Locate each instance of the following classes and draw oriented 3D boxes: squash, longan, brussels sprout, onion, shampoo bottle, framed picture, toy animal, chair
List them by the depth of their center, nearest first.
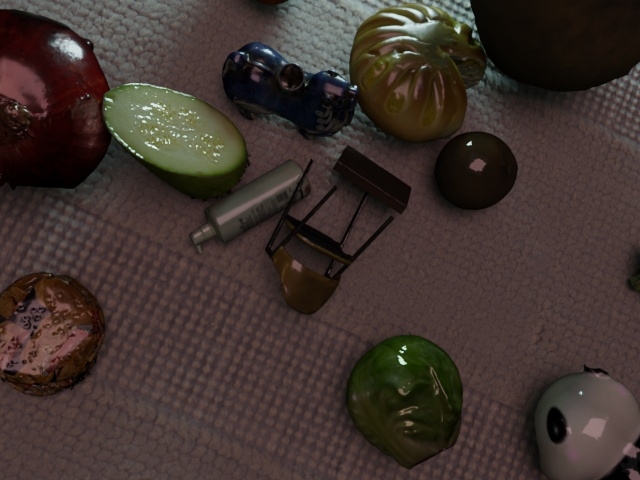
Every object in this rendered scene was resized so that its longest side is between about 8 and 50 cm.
[{"bbox_3d":[-0.538,-0.254,1.275,0.341,0.341,0.342,2,79,-10],"label":"onion"},{"bbox_3d":[-0.262,-0.200,1.323,0.189,0.260,0.189,-5,69,14],"label":"squash"},{"bbox_3d":[0.169,0.306,1.358,0.243,0.244,0.244,2,79,-10],"label":"brussels sprout"},{"bbox_3d":[0.000,0.000,1.390,0.158,0.172,0.247,26,107,-31],"label":"chair"},{"bbox_3d":[0.572,0.408,1.401,0.310,0.251,0.251,46,75,-7],"label":"toy animal"},{"bbox_3d":[-0.148,-0.068,1.425,0.262,0.085,0.085,-31,86,-14],"label":"shampoo bottle"},{"bbox_3d":[0.111,-0.130,1.472,0.168,0.128,0.023,33,115,-3],"label":"framed picture"},{"bbox_3d":[0.500,-0.522,1.473,0.435,0.404,0.404,20,75,-30],"label":"longan"},{"bbox_3d":[0.330,-0.148,1.493,0.187,0.167,0.168,2,79,-24],"label":"longan"}]

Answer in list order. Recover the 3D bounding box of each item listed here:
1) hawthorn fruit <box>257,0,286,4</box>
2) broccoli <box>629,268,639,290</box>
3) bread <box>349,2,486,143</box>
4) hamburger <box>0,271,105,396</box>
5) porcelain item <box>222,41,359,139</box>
[{"bbox_3d":[-0.135,-0.620,1.492,0.243,0.207,0.208,18,75,20],"label":"hawthorn fruit"},{"bbox_3d":[0.751,0.073,1.556,0.120,0.130,0.131,-32,120,25],"label":"broccoli"},{"bbox_3d":[0.210,-0.368,1.480,0.332,0.160,0.333,9,69,-24],"label":"bread"},{"bbox_3d":[-0.512,0.174,1.305,0.230,0.107,0.231,3,71,-10],"label":"hamburger"},{"bbox_3d":[-0.063,-0.309,1.436,0.287,0.186,0.138,23,80,-6],"label":"porcelain item"}]
